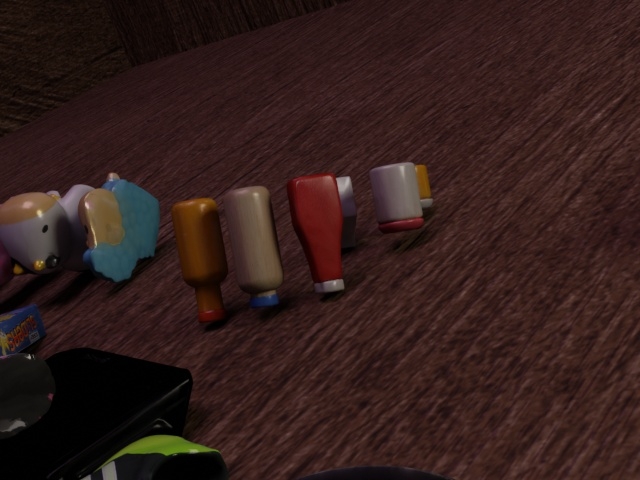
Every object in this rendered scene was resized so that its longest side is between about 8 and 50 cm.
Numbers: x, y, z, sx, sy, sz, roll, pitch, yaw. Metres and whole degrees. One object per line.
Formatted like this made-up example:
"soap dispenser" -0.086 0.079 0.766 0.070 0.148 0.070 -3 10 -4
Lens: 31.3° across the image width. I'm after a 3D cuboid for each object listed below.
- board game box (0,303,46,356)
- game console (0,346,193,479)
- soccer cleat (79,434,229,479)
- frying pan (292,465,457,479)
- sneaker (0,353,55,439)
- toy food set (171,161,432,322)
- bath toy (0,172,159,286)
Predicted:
"board game box" -0.350 0.111 1.043 0.136 0.035 0.201 -17 6 8
"game console" -0.263 0.185 0.779 0.361 0.044 0.213 -34 20 -32
"soccer cleat" -0.125 0.164 0.643 0.072 0.060 0.179 -6 21 40
"frying pan" -0.003 0.200 0.282 0.197 0.053 0.326 -25 38 19
"sneaker" -0.276 0.130 0.796 0.178 0.072 0.077 -17 9 -25
"toy food set" 0.000 0.000 0.973 0.232 0.104 0.111 -9 -1 -19
"bath toy" -0.348 0.012 1.283 0.348 0.151 0.129 -9 64 33
